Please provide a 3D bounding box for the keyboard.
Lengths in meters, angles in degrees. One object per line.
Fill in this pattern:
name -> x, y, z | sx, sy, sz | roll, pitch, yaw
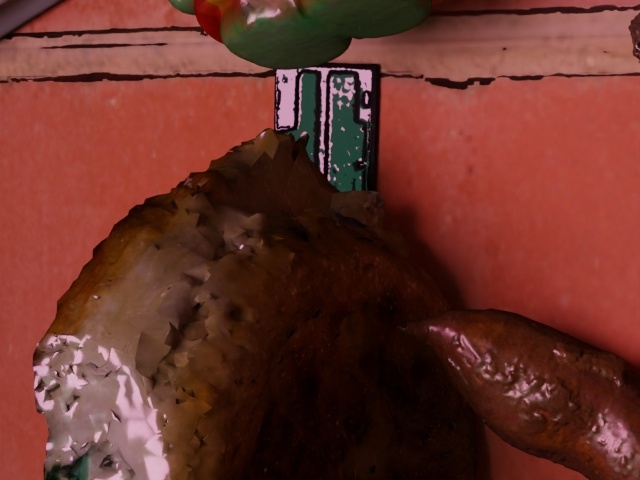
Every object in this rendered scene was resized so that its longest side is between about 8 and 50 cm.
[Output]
keyboard -> 0.000, 0.000, 1.055 | 0.063, 0.010, 0.198 | 5, 99, 22

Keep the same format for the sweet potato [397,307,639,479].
sweet potato -> 0.142, 0.092, 0.931 | 0.226, 0.068, 0.068 | 31, 115, 10

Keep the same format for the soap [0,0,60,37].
soap -> -0.213, -0.191, 1.180 | 0.198, 0.066, 0.119 | -24, 82, 38

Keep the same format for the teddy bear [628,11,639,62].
teddy bear -> 0.226, -0.082, 0.835 | 0.160, 0.078, 0.119 | -26, 56, 21

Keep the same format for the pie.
pie -> -0.022, 0.121, 0.919 | 0.103, 0.288, 0.355 | -3, 89, 31

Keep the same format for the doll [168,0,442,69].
doll -> -0.023, -0.268, 0.956 | 0.182, 0.160, 0.363 | -22, 79, 38
